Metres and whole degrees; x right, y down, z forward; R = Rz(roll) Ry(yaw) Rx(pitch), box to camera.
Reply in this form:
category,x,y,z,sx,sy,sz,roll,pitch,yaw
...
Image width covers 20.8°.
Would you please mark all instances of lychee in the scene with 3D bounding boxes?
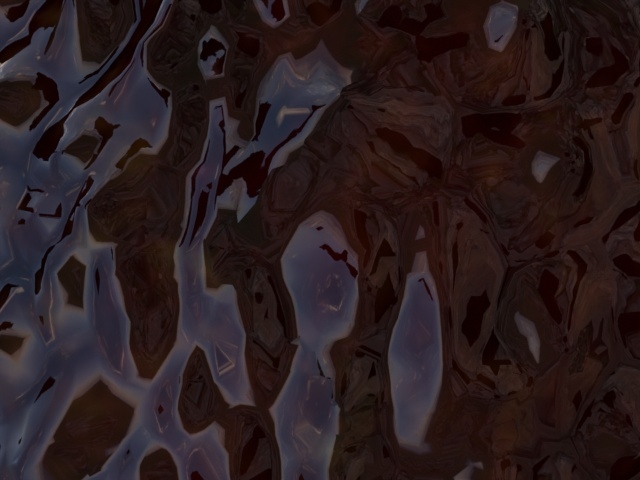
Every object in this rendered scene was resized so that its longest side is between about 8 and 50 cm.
category,x,y,z,sx,sy,sz,roll,pitch,yaw
lychee,0.000,0.000,0.707,0.424,0.424,0.500,50,-134,-61
